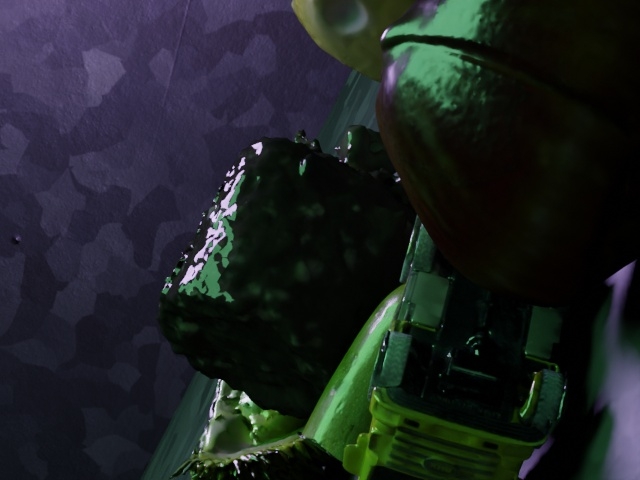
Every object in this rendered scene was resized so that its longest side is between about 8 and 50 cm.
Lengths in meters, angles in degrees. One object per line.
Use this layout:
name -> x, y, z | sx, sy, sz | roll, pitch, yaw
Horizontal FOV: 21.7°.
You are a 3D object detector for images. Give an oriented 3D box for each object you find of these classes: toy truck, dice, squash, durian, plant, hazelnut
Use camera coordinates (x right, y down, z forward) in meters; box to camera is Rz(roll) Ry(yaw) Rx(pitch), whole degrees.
toy truck -> 0.098, 0.085, 1.140 | 0.272, 0.124, 0.157 | -69, -7, -55
dice -> 0.116, -0.340, 2.076 | 0.233, 0.238, 0.227 | -60, 7, 38
squash -> 0.063, 0.112, 1.457 | 0.188, 0.095, 0.095 | -61, 7, -1
durian -> -0.045, 0.164, 1.717 | 0.158, 0.169, 0.351 | -55, 12, 50
plant -> 0.000, 0.000, 1.608 | 0.312, 0.215, 0.213 | -55, -3, -26
hazelnut -> 0.137, -0.084, 1.041 | 0.229, 0.229, 0.229 | -62, 7, 14
